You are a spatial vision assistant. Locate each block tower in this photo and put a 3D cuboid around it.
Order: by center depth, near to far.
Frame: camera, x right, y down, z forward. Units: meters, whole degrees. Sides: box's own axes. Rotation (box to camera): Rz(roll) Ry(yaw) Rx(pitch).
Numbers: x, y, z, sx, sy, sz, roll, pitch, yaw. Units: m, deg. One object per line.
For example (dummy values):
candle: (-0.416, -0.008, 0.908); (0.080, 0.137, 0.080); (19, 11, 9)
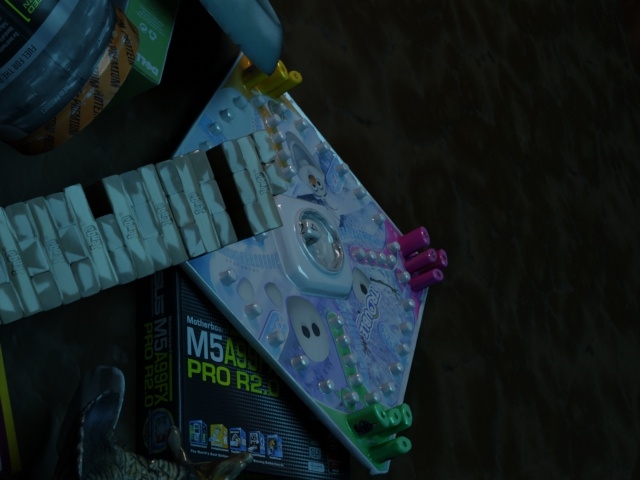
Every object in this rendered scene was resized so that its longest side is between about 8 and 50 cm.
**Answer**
block tower: (-0.185, -0.004, 0.940); (0.335, 0.097, 0.091); (-21, 91, -33)

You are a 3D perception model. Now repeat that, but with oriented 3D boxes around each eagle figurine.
eagle figurine: (-0.172, 0.223, 0.833); (0.298, 0.225, 0.226); (-7, 96, -62)

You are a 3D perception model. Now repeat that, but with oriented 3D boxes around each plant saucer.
plant saucer: (-0.129, -0.315, 1.177); (0.318, 0.043, 0.317); (54, 9, -13)

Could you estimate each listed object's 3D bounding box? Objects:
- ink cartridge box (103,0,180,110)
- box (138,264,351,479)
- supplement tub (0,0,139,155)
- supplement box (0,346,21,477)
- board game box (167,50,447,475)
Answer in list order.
ink cartridge box: (-0.205, -0.187, 1.086); (0.062, 0.109, 0.209); (38, 46, -39)
box: (-0.074, 0.141, 1.165); (0.270, 0.060, 0.216); (23, 57, -49)
supplement tub: (-0.304, -0.220, 0.884); (0.316, 0.193, 0.194); (44, 43, -35)
supplement box: (-0.319, 0.138, 0.800); (0.188, 0.080, 0.104); (-1, 77, -56)
board game box: (0.000, 0.000, 1.258); (0.390, 0.050, 0.390); (50, 30, -19)
